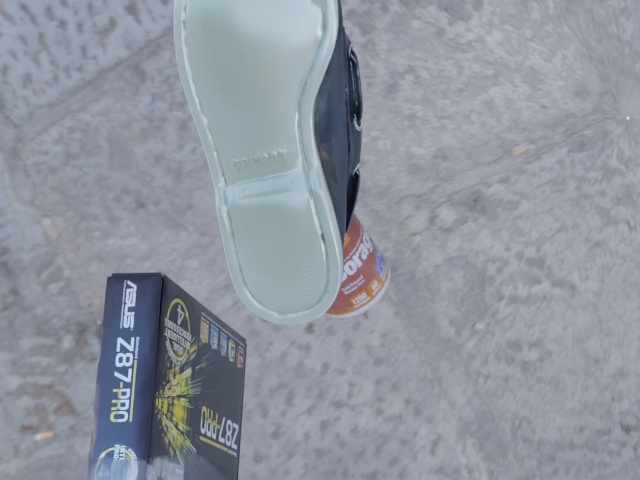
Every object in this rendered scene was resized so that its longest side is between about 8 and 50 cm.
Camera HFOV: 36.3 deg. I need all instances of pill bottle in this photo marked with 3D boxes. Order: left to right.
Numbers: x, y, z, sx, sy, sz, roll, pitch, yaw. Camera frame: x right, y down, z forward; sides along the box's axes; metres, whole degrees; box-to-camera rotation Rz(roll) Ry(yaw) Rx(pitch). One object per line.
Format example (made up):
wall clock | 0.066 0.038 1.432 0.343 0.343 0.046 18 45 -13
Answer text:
pill bottle | 0.000 0.000 1.346 0.121 0.121 0.216 -22 130 19

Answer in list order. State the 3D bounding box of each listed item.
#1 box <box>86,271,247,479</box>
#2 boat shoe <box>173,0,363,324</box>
box | -0.216 0.254 1.464 0.097 0.395 0.318 -1 69 13
boat shoe | -0.027 -0.112 0.767 0.127 0.113 0.340 -8 101 14
